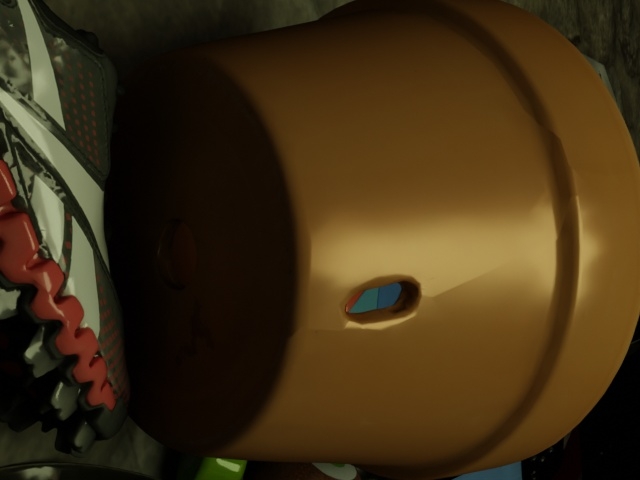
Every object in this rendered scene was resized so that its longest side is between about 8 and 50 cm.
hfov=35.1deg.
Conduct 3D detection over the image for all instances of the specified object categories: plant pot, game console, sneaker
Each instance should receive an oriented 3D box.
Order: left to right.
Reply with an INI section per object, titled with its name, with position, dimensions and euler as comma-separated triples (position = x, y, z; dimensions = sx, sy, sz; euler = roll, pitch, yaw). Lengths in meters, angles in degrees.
[sneaker]
position = -0.138, -0.025, 0.472
dimensions = 0.135, 0.098, 0.276
euler = -49, 131, -43
[plant pot]
position = 0.000, 0.000, 0.560
dimensions = 0.203, 0.291, 0.290
euler = -3, 96, -43
[game console]
position = 0.198, 0.195, 0.902
dimensions = 0.361, 0.044, 0.213
euler = -23, 125, -11

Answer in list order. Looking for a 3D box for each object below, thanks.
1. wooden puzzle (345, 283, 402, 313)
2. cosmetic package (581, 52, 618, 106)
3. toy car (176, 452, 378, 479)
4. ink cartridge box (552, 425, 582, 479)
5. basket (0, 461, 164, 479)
[wooden puzzle]
position = 0.051, 0.011, 0.842
dimensions = 0.221, 0.044, 0.238
euler = 30, 67, -56
[cosmetic package]
position = 0.226, -0.057, 0.988
dimensions = 0.377, 0.097, 0.284
euler = 2, 72, -58
[toy car]
position = 0.005, 0.185, 0.594
dimensions = 0.155, 0.188, 0.149
euler = 26, 67, -21
[ink cartridge box]
position = 0.309, 0.353, 1.094
dimensions = 0.272, 0.130, 0.309
euler = 23, 91, -24
[basket]
position = -0.119, 0.246, 0.469
dimensions = 0.154, 0.204, 0.226
euler = 7, 95, -25
